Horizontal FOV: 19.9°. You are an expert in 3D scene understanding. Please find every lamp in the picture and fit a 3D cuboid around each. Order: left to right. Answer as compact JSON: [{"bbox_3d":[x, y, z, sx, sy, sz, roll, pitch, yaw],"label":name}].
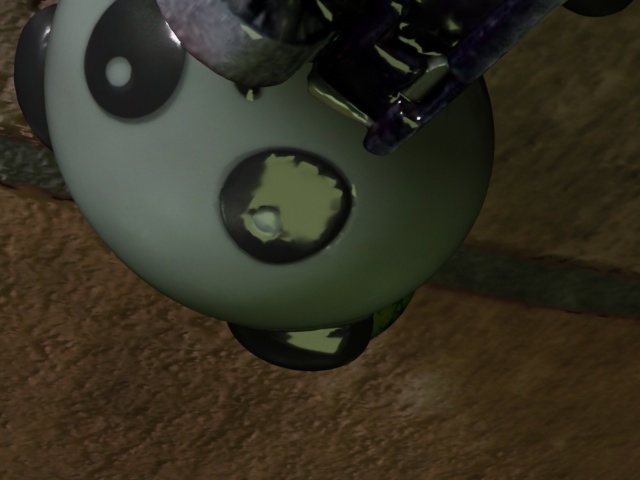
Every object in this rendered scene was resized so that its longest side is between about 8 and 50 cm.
[{"bbox_3d":[0.001,-0.077,0.740,0.198,0.198,0.244,30,114,-37],"label":"lamp"}]

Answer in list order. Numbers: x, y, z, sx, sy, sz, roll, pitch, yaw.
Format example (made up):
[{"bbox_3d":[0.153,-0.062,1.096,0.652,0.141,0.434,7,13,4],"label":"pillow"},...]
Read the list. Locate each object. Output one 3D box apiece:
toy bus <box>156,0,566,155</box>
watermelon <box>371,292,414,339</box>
[{"bbox_3d":[-0.043,-0.192,0.537,0.305,0.179,0.143,35,131,-16],"label":"toy bus"},{"bbox_3d":[0.002,0.002,0.907,0.109,0.109,0.109,-3,142,-2],"label":"watermelon"}]
